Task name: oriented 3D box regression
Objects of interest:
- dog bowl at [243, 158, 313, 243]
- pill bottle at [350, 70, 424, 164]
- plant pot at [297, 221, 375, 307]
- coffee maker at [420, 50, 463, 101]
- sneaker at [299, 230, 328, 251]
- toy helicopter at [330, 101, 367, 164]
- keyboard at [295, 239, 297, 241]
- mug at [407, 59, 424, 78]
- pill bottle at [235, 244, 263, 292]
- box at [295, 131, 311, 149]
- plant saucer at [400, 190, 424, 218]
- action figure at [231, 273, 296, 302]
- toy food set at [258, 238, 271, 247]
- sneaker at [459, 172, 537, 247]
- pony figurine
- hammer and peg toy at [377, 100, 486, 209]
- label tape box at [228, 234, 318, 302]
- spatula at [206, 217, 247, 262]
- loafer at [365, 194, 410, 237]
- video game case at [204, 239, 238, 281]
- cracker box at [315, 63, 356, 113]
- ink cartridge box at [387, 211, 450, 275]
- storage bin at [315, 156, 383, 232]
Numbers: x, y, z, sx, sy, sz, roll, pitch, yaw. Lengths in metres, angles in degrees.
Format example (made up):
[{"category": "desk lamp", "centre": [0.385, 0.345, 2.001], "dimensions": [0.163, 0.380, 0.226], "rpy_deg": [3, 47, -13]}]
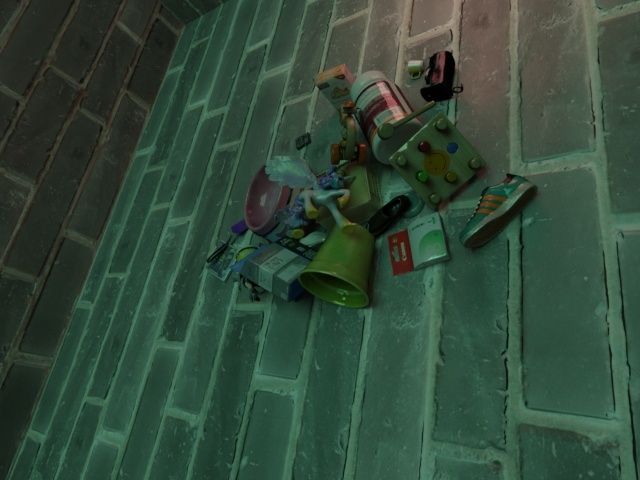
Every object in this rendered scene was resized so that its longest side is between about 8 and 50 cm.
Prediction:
[{"category": "dog bowl", "centre": [-0.205, -0.188, 1.920], "dimensions": [0.407, 0.150, 0.409], "rpy_deg": [-27, 54, 47]}, {"category": "pill bottle", "centre": [0.267, -0.527, 1.775], "dimensions": [0.224, 0.224, 0.393], "rpy_deg": [-32, 51, 19]}, {"category": "plant pot", "centre": [0.088, 0.079, 1.591], "dimensions": [0.275, 0.276, 0.254], "rpy_deg": [1, 56, 37]}, {"category": "coffee maker", "centre": [0.515, -0.685, 1.764], "dimensions": [0.171, 0.120, 0.179], "rpy_deg": [8, 72, 15]}, {"category": "sneaker", "centre": [0.000, 0.000, 1.795], "dimensions": [0.234, 0.090, 0.095], "rpy_deg": [-12, 51, 30]}, {"category": "toy helicopter", "centre": [0.106, -0.480, 1.730], "dimensions": [0.140, 0.235, 0.355], "rpy_deg": [-2, 39, -1]}, {"category": "keyboard", "centre": [-0.150, 0.026, 1.931], "dimensions": [0.108, 0.023, 0.180], "rpy_deg": [-4, 66, 35]}, {"category": "mug", "centre": [0.436, -0.778, 1.905], "dimensions": [0.064, 0.078, 0.062], "rpy_deg": [4, 37, 29]}, {"category": "pill bottle", "centre": [-0.311, 0.132, 1.929], "dimensions": [0.119, 0.119, 0.209], "rpy_deg": [-39, 49, 14]}, {"category": "box", "centre": [-0.090, -0.512, 2.172], "dimensions": [0.083, 0.018, 0.067], "rpy_deg": [-27, 54, 23]}, {"category": "plant saucer", "centre": [0.348, -0.144, 1.649], "dimensions": [0.119, 0.021, 0.120], "rpy_deg": [-18, 57, 30]}, {"category": "action figure", "centre": [-0.234, 0.178, 1.765], "dimensions": [0.284, 0.099, 0.186], "rpy_deg": [8, 50, -4]}, {"category": "toy food set", "centre": [-0.266, 0.036, 2.013], "dimensions": [0.078, 0.019, 0.122], "rpy_deg": [-51, 48, 3]}, {"category": "sneaker", "centre": [0.569, -0.102, 1.413], "dimensions": [0.302, 0.108, 0.121], "rpy_deg": [-41, 48, 1]}, {"category": "pony figurine", "centre": [-0.034, -0.159, 1.610], "dimensions": [0.350, 0.303, 0.364], "rpy_deg": [-6, 36, 5]}, {"category": "hammer and peg toy", "centre": [0.388, -0.328, 1.519], "dimensions": [0.266, 0.127, 0.361], "rpy_deg": [-41, 93, 11]}, {"category": "label tape box", "centre": [-0.179, 0.086, 1.725], "dimensions": [0.333, 0.106, 0.240], "rpy_deg": [25, 39, 27]}, {"category": "spatula", "centre": [-0.475, 0.003, 2.151], "dimensions": [0.296, 0.030, 0.084], "rpy_deg": [-49, 49, -6]}, {"category": "loafer", "centre": [0.247, -0.099, 1.637], "dimensions": [0.220, 0.078, 0.080], "rpy_deg": [-48, 65, 21]}, {"category": "video game case", "centre": [-0.495, 0.102, 2.148], "dimensions": [0.190, 0.022, 0.173], "rpy_deg": [24, 82, 42]}, {"category": "cracker box", "centre": [0.103, -0.709, 1.987], "dimensions": [0.155, 0.232, 0.067], "rpy_deg": [-7, 63, 34]}, {"category": "ink cartridge box", "centre": [0.348, 0.015, 1.546], "dimensions": [0.224, 0.056, 0.181], "rpy_deg": [-19, 56, 26]}, {"category": "storage bin", "centre": [0.110, -0.196, 1.788], "dimensions": [0.262, 0.123, 0.261], "rpy_deg": [-22, 55, 27]}]
